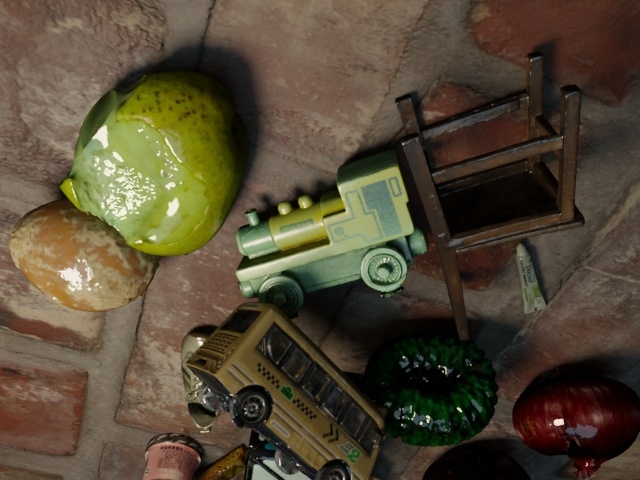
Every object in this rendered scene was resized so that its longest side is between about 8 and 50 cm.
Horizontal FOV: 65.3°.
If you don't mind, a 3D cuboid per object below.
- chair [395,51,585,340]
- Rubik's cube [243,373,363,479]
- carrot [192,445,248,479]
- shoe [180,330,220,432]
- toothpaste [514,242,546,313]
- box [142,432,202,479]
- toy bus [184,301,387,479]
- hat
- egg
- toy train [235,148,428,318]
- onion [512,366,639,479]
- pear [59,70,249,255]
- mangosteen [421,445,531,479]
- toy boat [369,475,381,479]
[{"bbox_3d":[0.298,-0.054,0.841,0.240,0.203,0.416,-16,123,13],"label":"chair"},{"bbox_3d":[-0.039,0.470,1.151,0.249,0.248,0.246,8,124,-5],"label":"Rubik's cube"},{"bbox_3d":[-0.279,0.636,1.367,0.228,0.069,0.069,-40,115,21],"label":"carrot"},{"bbox_3d":[-0.266,0.323,1.144,0.103,0.098,0.275,-2,122,-4],"label":"shoe"},{"bbox_3d":[0.429,0.081,1.030,0.048,0.029,0.197,-19,124,12],"label":"toothpaste"},{"bbox_3d":[-0.395,0.607,1.305,0.151,0.135,0.151,0,125,-1],"label":"box"},{"bbox_3d":[-0.047,0.285,0.886,0.365,0.202,0.177,49,152,-20],"label":"toy bus"},{"bbox_3d":[0.228,0.347,1.118,0.274,0.242,0.332,11,148,8],"label":"hat"},{"bbox_3d":[-0.407,0.023,0.880,0.245,0.203,0.203,24,120,-27],"label":"egg"},{"bbox_3d":[0.000,0.000,0.911,0.368,0.150,0.237,-17,111,12],"label":"toy train"},{"bbox_3d":[0.579,0.426,1.116,0.273,0.285,0.273,-4,159,-2],"label":"onion"},{"bbox_3d":[-0.233,-0.129,0.804,0.282,0.176,0.286,-40,116,20],"label":"pear"},{"bbox_3d":[0.401,0.679,1.264,0.297,0.293,0.297,-1,136,-1],"label":"mangosteen"},{"bbox_3d":[0.027,0.668,1.340,0.276,0.111,0.294,-3,135,7],"label":"toy boat"}]
